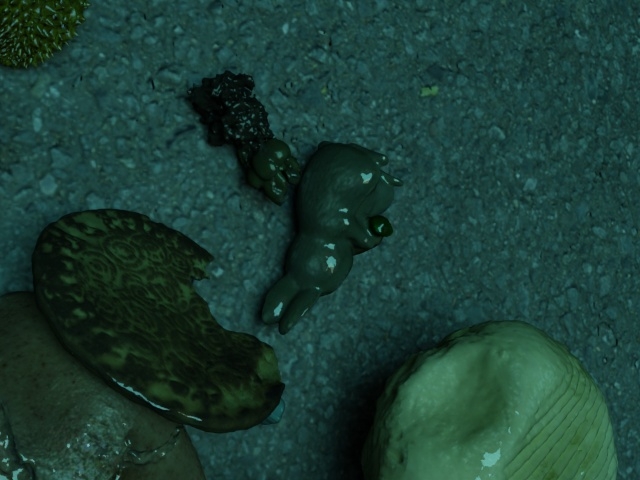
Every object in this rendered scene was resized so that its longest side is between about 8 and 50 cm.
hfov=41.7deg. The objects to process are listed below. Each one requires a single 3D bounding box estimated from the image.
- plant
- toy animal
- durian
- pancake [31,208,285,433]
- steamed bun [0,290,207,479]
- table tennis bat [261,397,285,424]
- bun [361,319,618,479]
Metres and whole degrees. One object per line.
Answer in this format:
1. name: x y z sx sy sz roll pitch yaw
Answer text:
1. plant: -0.082 -0.122 0.981 0.085 0.087 0.174 -35 95 5
2. toy animal: 0.006 -0.002 1.004 0.236 0.138 0.108 -61 153 3
3. durian: -0.325 -0.293 0.871 0.146 0.102 0.208 -37 96 -19
4. pancake: -0.155 0.070 0.840 0.288 0.286 0.033 35 111 -5
5. steamed bun: -0.248 0.206 0.782 0.251 0.199 0.301 -42 101 -24
6. table tennis bat: -0.123 0.138 0.902 0.038 0.149 0.237 -45 125 6
7. bun: 0.175 0.270 0.959 0.349 0.227 0.352 -26 110 -42
